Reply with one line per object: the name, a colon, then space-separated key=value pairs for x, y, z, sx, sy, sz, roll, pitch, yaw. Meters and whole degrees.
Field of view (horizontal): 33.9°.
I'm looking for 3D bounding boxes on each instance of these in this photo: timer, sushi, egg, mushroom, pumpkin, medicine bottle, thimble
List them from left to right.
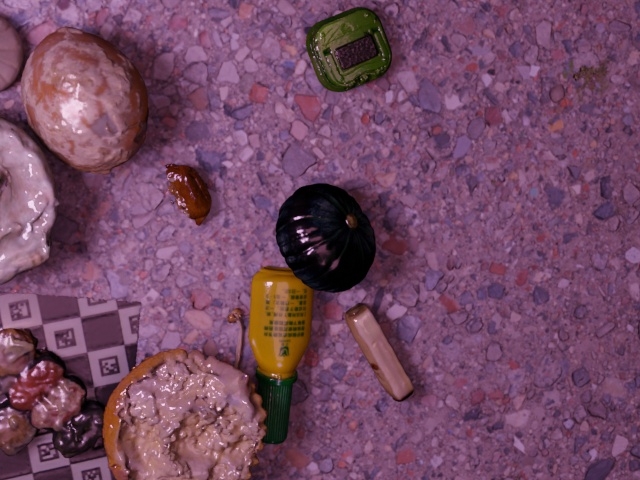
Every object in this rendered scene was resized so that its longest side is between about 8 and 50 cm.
thimble: x=-0.546 y=-0.059 z=1.598 sx=0.291 sy=0.195 sz=0.291 roll=-5 pitch=102 yaw=-24
sushi: x=-0.463 y=0.260 z=1.734 sx=0.320 sy=0.069 sz=0.339 roll=6 pitch=95 yaw=-15
egg: x=-0.366 y=-0.219 z=1.641 sx=0.195 sy=0.195 sz=0.233 roll=-20 pitch=87 yaw=-12
sushi: x=-0.224 y=-0.078 z=1.767 sx=0.060 sy=0.061 sz=0.118 roll=-17 pitch=97 yaw=29
mushroom: x=-0.159 y=0.259 z=1.840 sx=0.028 sy=0.026 sz=0.286 roll=6 pitch=97 yaw=1
medicine bottle: x=-0.074 y=0.200 z=1.824 sx=0.111 sy=0.076 sz=0.309 roll=3 pitch=95 yaw=-13
pumpkin: x=0.010 y=-0.004 z=1.775 sx=0.194 sy=0.194 sz=0.150 roll=28 pitch=118 yaw=-16
timer: x=0.051 y=-0.329 z=1.810 sx=0.140 sy=0.047 sz=0.128 roll=-24 pitch=103 yaw=-11

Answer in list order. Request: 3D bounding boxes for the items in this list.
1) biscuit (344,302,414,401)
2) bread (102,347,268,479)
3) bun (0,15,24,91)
biscuit: x=0.107 y=0.201 z=1.883 sx=0.052 sy=0.056 sz=0.188 roll=-32 pitch=102 yaw=-8
bread: x=-0.228 y=0.309 z=1.753 sx=0.274 sy=0.149 sz=0.274 roll=-1 pitch=93 yaw=-10
bun: x=-0.532 y=-0.294 z=1.639 sx=0.138 sy=0.094 sz=0.138 roll=-3 pitch=99 yaw=-17
